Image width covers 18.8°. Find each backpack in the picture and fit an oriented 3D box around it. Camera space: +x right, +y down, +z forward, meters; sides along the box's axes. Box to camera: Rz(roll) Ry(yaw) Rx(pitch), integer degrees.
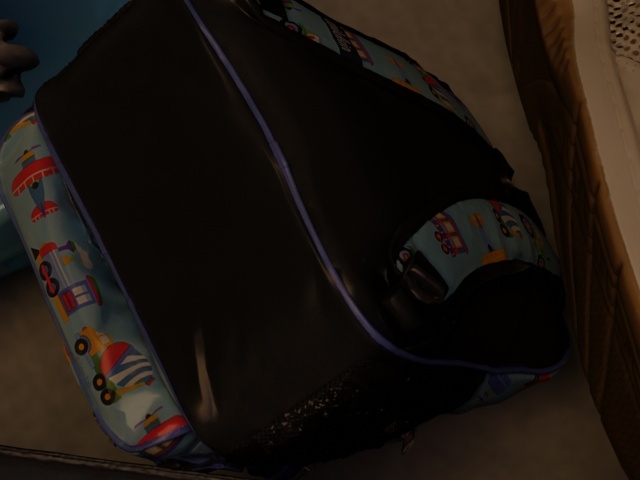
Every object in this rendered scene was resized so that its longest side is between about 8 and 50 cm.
[{"bbox_3d":[0.000,0.000,0.638,0.117,0.173,0.158,-38,68,22],"label":"backpack"}]

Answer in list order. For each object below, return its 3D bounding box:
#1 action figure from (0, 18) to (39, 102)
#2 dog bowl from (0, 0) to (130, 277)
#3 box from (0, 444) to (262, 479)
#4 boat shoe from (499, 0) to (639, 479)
[{"bbox_3d":[-0.192,-0.049,0.641,0.185,0.099,0.285,17,77,20],"label":"action figure"},{"bbox_3d":[-0.157,-0.041,0.720,0.297,0.074,0.166,-34,72,1],"label":"dog bowl"},{"bbox_3d":[-0.013,0.236,0.565,0.343,0.179,0.313,7,76,13],"label":"box"},{"bbox_3d":[0.120,-0.033,0.616,0.096,0.098,0.277,-5,51,-2],"label":"boat shoe"}]
